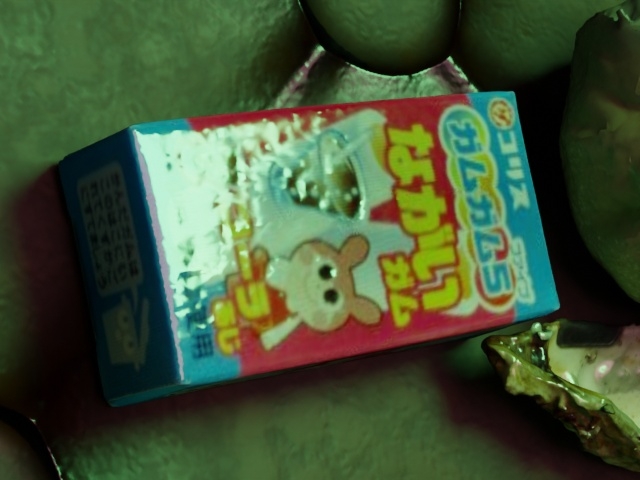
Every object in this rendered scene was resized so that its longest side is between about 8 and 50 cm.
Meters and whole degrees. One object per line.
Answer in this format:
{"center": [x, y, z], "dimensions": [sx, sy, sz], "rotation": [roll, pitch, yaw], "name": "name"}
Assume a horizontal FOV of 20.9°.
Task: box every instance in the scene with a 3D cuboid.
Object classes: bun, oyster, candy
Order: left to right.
{"center": [0.001, -0.001, 1.088], "dimensions": [0.306, 0.100, 0.157], "rotation": [-7, 83, -37], "name": "candy"}
{"center": [0.241, 0.109, 1.250], "dimensions": [0.345, 0.078, 0.128], "rotation": [11, 61, -36], "name": "oyster"}
{"center": [0.292, -0.082, 1.198], "dimensions": [0.282, 0.205, 0.281], "rotation": [-2, 74, 8], "name": "bun"}
